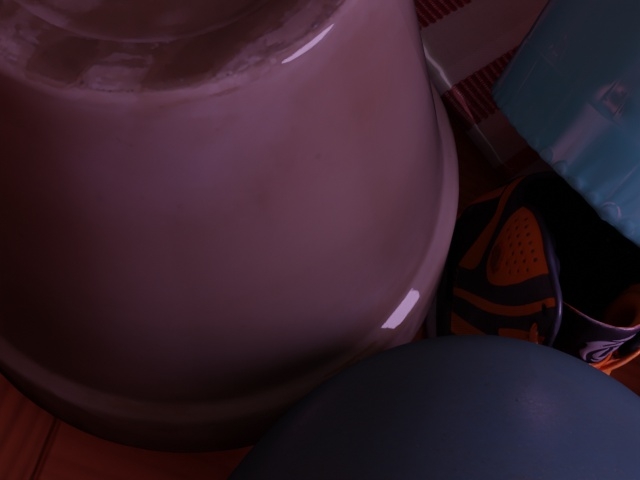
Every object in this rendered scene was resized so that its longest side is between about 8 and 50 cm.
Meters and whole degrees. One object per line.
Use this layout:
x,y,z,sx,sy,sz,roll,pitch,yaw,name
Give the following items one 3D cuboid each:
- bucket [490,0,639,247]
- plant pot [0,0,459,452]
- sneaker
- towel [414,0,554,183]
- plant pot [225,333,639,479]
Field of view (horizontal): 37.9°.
0.256,-0.092,0.577,0.281,0.183,0.281,32,24,-16,bucket
-0.069,-0.077,0.486,0.323,0.280,0.323,1,66,-3,plant pot
0.141,0.106,0.587,0.125,0.180,0.321,-1,73,-19,sneaker
0.173,-0.165,0.756,0.237,0.037,0.329,-34,85,-28,towel
0.067,0.181,0.428,0.293,0.293,0.235,33,33,-5,plant pot
